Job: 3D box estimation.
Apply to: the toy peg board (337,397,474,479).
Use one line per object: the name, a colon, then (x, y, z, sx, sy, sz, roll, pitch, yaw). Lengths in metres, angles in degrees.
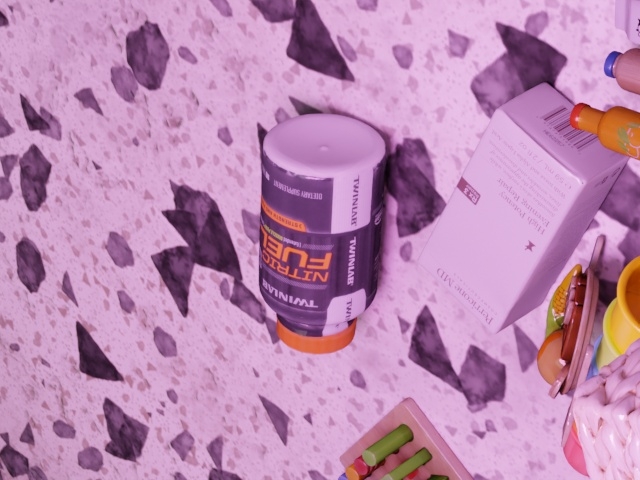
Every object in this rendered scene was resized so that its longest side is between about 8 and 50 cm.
toy peg board: (0.086, 0.288, 2.210, 0.161, 0.079, 0.160, 53, 140, 9)

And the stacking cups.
stacking cups: (0.289, 0.123, 1.824, 0.096, 0.096, 0.316, 44, 157, 18)

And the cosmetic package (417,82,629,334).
cosmetic package: (0.192, -0.028, 1.904, 0.117, 0.085, 0.231, 44, 137, 20)

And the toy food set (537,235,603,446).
toy food set: (0.231, 0.087, 1.857, 0.038, 0.192, 0.132, 12, 126, 3)

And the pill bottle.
pill bottle: (0.000, 0.000, 2.086, 0.130, 0.130, 0.246, 28, 131, 33)

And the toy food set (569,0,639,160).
toy food set: (0.282, -0.190, 1.688, 0.104, 0.111, 0.232, 23, 131, 36)

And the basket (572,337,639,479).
basket: (0.421, 0.201, 1.598, 0.266, 0.328, 0.331, 12, 129, 47)
